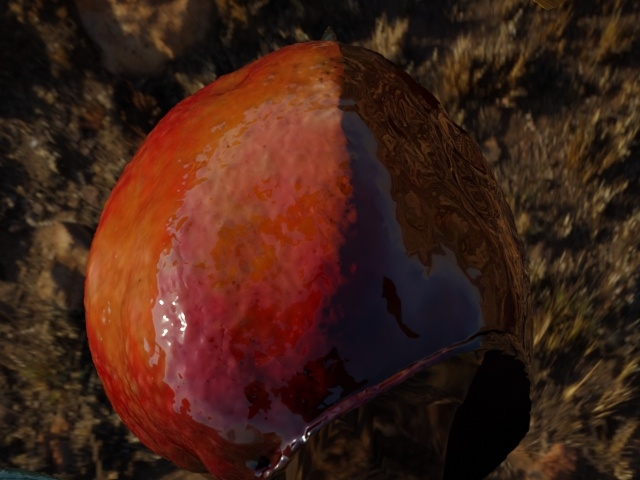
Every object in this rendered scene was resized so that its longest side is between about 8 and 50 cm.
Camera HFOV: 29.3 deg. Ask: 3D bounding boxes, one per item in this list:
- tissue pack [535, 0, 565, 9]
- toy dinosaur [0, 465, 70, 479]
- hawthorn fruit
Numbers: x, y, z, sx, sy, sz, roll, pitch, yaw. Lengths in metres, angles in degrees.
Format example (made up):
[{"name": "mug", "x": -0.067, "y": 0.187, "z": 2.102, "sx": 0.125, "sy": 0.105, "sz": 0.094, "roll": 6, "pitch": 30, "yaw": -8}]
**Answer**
[{"name": "tissue pack", "x": 0.272, "y": -0.362, "z": 1.139, "sx": 0.274, "sy": 0.194, "sz": 0.145, "roll": -30, "pitch": 67, "yaw": 27}, {"name": "toy dinosaur", "x": -0.257, "y": 0.175, "z": 0.797, "sx": 0.292, "sy": 0.120, "sz": 0.079, "roll": -8, "pitch": 88, "yaw": 29}, {"name": "hawthorn fruit", "x": 0.000, "y": 0.000, "z": 0.526, "sx": 0.189, "sy": 0.189, "sz": 0.251, "roll": -2, "pitch": 66, "yaw": 8}]
